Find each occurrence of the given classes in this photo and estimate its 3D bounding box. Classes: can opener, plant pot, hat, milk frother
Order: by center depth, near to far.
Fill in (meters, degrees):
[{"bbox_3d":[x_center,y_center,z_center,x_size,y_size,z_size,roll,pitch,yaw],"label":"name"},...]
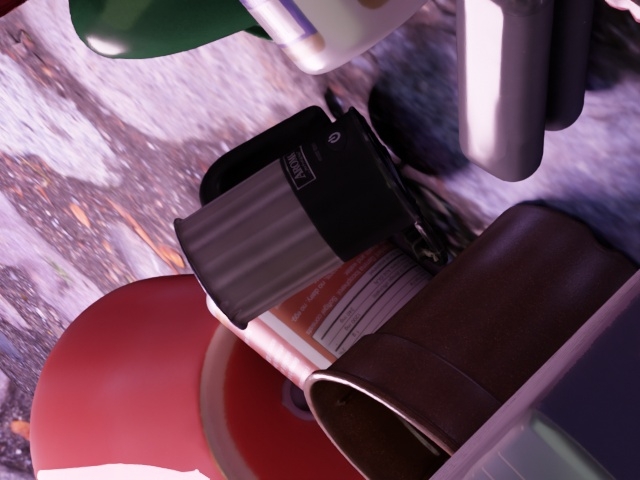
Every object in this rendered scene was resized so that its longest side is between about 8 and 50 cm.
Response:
[{"bbox_3d":[0.101,-0.110,0.681,0.093,0.074,0.280,36,160,17],"label":"can opener"},{"bbox_3d":[0.105,0.078,0.929,0.167,0.165,0.167,37,159,17],"label":"plant pot"},{"bbox_3d":[-0.130,-0.126,0.932,0.173,0.183,0.208,48,160,-14],"label":"hat"},{"bbox_3d":[0.000,0.000,1.015,0.143,0.135,0.129,55,-172,-24],"label":"milk frother"},{"bbox_3d":[-0.067,0.141,1.293,0.275,0.275,0.243,48,149,-13],"label":"plant pot"}]

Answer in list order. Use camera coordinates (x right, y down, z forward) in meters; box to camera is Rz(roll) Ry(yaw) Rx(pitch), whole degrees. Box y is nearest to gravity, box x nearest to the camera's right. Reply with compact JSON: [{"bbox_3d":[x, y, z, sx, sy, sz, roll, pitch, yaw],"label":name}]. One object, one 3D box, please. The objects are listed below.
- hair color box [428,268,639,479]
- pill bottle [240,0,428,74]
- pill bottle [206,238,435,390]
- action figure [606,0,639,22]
[{"bbox_3d":[0.089,0.140,0.678,0.113,0.185,0.374,44,141,7],"label":"hair color box"},{"bbox_3d":[-0.024,-0.179,0.724,0.186,0.112,0.112,49,160,-15],"label":"pill bottle"},{"bbox_3d":[0.036,0.067,1.108,0.216,0.121,0.121,39,160,11],"label":"pill bottle"},{"bbox_3d":[-0.028,-0.183,0.522,0.370,0.248,0.276,44,162,7],"label":"action figure"}]
